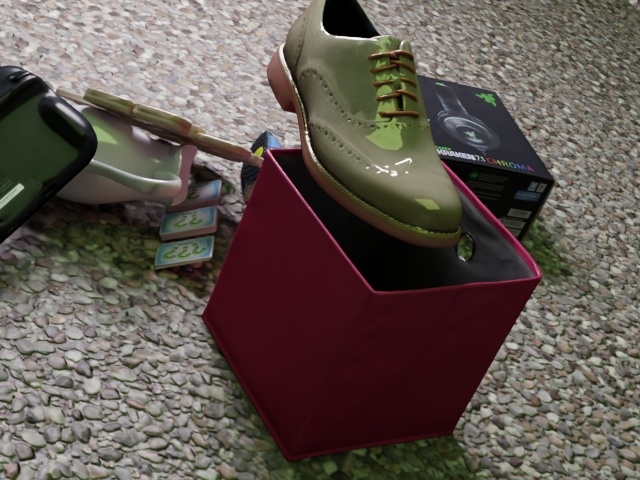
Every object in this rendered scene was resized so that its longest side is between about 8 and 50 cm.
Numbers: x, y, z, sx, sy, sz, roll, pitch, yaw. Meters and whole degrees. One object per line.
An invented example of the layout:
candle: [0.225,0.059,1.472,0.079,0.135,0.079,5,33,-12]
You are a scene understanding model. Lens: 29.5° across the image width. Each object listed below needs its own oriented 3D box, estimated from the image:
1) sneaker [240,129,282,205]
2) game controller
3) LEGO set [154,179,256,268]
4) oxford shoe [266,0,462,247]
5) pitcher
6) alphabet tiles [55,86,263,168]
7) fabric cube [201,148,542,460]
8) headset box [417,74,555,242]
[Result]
sneaker: [-0.063,-0.080,1.759,0.082,0.069,0.209,28,27,-26]
game controller: [-0.410,-0.074,1.424,0.166,0.067,0.319,43,59,-2]
LEGO set: [-0.095,-0.049,1.591,0.244,0.060,0.182,-8,34,7]
oxford shoe: [0.055,-0.149,1.367,0.140,0.146,0.397,2,39,-35]
pitcher: [-0.271,-0.099,1.555,0.207,0.125,0.178,13,9,-4]
alphabet tiles: [-0.206,-0.154,1.653,0.278,0.021,0.284,19,-1,14]
fabric cube: [0.053,0.067,1.432,0.259,0.258,0.254,-3,40,-36]
headset box: [0.197,-0.145,1.949,0.246,0.131,0.283,9,35,-23]
